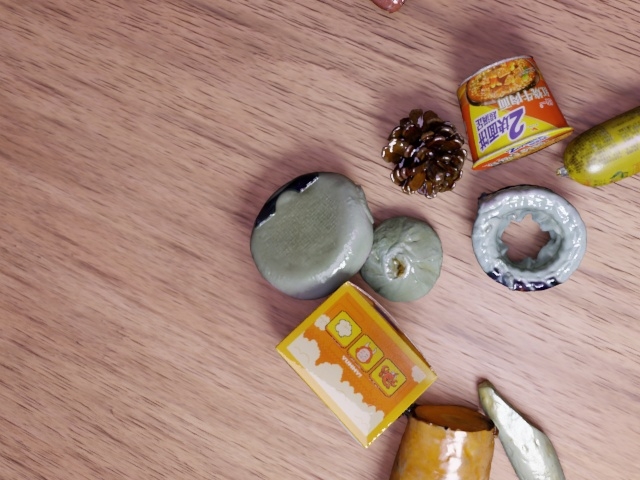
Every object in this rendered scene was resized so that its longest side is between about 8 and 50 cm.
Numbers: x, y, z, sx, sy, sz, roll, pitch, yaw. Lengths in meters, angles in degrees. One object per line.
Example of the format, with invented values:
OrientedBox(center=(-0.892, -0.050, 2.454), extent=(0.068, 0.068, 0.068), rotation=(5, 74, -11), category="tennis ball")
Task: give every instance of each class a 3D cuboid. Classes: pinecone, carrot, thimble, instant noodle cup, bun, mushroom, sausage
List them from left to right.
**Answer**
OrientedBox(center=(0.000, 0.000, 1.302), extent=(0.293, 0.187, 0.293), rotation=(-11, 68, 28), category="bun")
OrientedBox(center=(0.127, -0.552, 1.264), extent=(0.141, 0.076, 0.076), rotation=(44, 103, 3), category="sausage")
OrientedBox(center=(0.181, 0.042, 1.303), extent=(0.195, 0.118, 0.196), rotation=(1, 93, 11), category="bun")
OrientedBox(center=(0.219, -0.177, 1.239), extent=(0.149, 0.195, 0.179), rotation=(-2, 127, -29), category="pinecone")
OrientedBox(center=(0.257, 0.543, 1.293), extent=(0.224, 0.224, 0.341), rotation=(9, 94, 11), category="carrot")
OrientedBox(center=(0.381, -0.260, 1.190), extent=(0.213, 0.213, 0.174), rotation=(-20, 83, 13), category="instant noodle cup")
OrientedBox(center=(0.424, -0.012, 1.228), extent=(0.237, 0.150, 0.238), rotation=(1, 96, 13), category="thimble")
OrientedBox(center=(0.463, 0.464, 1.311), extent=(0.107, 0.087, 0.333), rotation=(-25, 89, 14), category="mushroom")
OrientedBox(center=(0.643, -0.205, 1.172), extent=(0.347, 0.123, 0.123), rotation=(-25, 91, 14), category="sausage")

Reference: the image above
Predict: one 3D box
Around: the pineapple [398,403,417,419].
OrientedBox(center=(0.173, 0.391, 1.384), extent=(0.124, 0.058, 0.058), rotation=(12, 99, -4), category="pineapple")

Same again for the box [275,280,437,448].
OrientedBox(center=(0.066, 0.254, 1.236), extent=(0.214, 0.283, 0.259), rotation=(-43, 83, -9), category="box")
